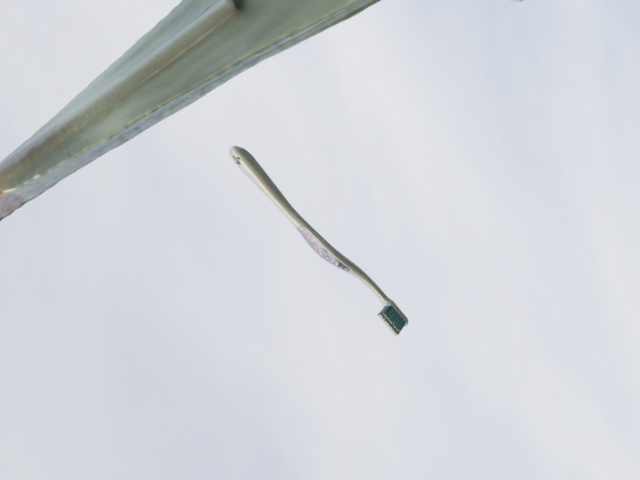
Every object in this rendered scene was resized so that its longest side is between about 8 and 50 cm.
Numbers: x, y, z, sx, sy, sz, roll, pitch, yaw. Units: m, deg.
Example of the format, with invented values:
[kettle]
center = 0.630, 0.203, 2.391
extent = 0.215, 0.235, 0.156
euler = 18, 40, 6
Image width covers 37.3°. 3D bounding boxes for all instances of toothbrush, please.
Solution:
[toothbrush]
center = 0.000, 0.000, 0.486
extent = 0.131, 0.011, 0.013
euler = 47, -130, -12

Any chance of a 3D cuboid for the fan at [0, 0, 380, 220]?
[fan]
center = -0.083, -0.048, 0.379
extent = 0.057, 0.282, 0.023
euler = 58, -163, 9
